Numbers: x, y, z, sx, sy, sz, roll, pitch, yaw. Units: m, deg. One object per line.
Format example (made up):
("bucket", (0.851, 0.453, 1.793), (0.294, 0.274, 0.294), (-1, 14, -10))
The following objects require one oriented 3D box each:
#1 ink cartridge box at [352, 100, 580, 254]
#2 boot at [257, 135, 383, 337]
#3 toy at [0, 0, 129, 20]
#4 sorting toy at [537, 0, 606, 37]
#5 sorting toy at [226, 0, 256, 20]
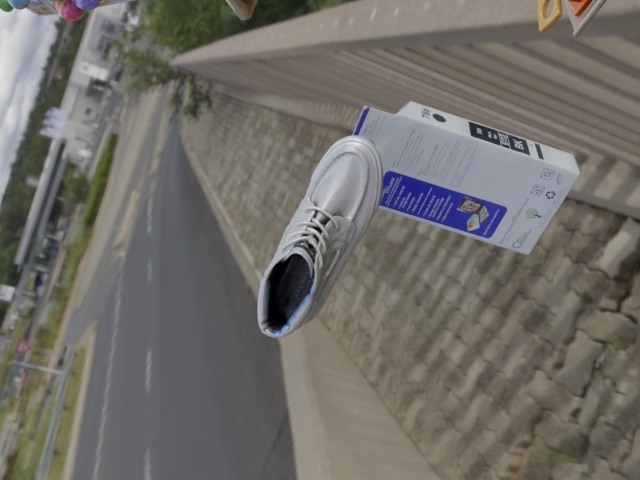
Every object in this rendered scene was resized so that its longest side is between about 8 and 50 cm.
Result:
("ink cartridge box", (0.193, -0.098, 1.193), (0.065, 0.333, 0.165), (-86, 16, -51))
("boot", (0.000, 0.000, 0.975), (0.123, 0.095, 0.258), (-43, -26, -74))
("toy", (-0.379, -0.360, 1.176), (0.237, 0.137, 0.056), (3, 75, 26))
("sorting toy", (0.424, -0.454, 1.286), (0.347, 0.047, 0.196), (119, 152, -58))
("sorting toy", (-0.092, -0.372, 0.982), (0.046, 0.132, 0.274), (-3, 57, 31))
